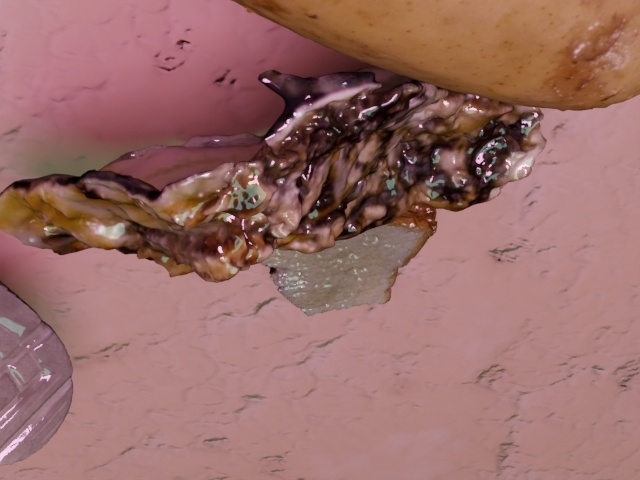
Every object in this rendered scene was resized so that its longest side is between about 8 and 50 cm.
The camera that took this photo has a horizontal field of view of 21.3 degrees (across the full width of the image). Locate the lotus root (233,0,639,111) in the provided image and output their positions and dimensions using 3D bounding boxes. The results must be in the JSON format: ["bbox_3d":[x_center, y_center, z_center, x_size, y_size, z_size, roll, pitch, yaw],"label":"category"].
[{"bbox_3d":[0.065,-0.140,0.687,0.284,0.146,0.160,18,89,-29],"label":"lotus root"}]

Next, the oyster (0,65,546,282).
[{"bbox_3d":[-0.029,-0.030,0.792,0.223,0.083,0.214,-11,-178,35],"label":"oyster"}]

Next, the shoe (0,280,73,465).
[{"bbox_3d":[-0.228,0.020,0.874,0.099,0.125,0.227,-47,109,-10],"label":"shoe"}]

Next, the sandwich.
[{"bbox_3d":[0.000,0.000,0.924,0.105,0.035,0.093,12,135,-23],"label":"sandwich"}]
